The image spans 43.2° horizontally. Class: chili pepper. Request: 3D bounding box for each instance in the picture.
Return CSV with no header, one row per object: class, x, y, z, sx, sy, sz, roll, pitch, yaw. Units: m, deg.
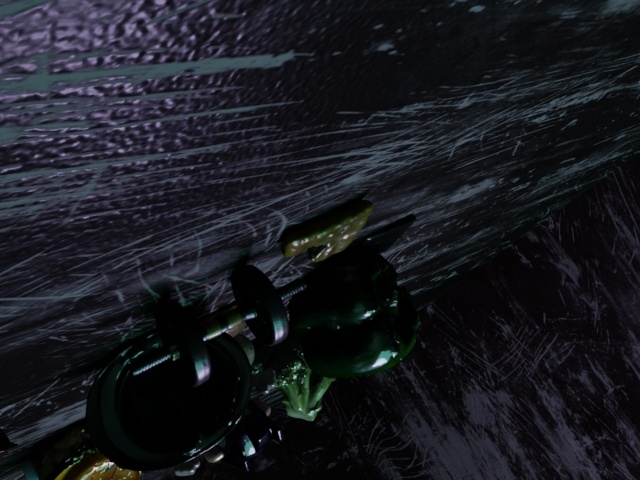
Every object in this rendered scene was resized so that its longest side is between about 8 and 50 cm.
chili pepper,0.069,0.169,1.758,0.256,0.249,0.233,-20,-179,21

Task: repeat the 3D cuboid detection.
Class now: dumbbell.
dumbbell,-0.161,0.136,1.314,0.325,0.143,0.143,-25,166,-25

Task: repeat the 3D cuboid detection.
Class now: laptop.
laptop,0.123,0.011,1.773,0.135,0.016,0.197,-24,165,-23

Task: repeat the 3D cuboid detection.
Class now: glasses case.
glasses case,-0.658,0.545,1.899,0.045,0.067,0.178,-28,167,-12

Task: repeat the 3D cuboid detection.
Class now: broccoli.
broccoli,-0.066,0.350,2.158,0.265,0.245,0.294,-17,151,30

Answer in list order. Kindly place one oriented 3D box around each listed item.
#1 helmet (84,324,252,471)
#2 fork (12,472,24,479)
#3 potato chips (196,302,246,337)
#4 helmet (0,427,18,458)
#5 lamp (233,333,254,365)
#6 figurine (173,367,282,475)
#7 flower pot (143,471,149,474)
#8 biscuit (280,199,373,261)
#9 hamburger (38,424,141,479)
helmet,-0.258,0.270,1.456,0.305,0.225,0.177,-26,178,4
fork,-0.770,0.600,1.990,0.115,0.012,0.016,-35,171,-4
potato chips,-0.227,0.191,1.592,0.201,0.049,0.150,-21,160,-16
helmet,-0.520,0.287,1.148,0.155,0.106,0.175,-28,169,-2
lamp,-0.228,0.256,1.777,0.163,0.091,0.091,-7,156,-30
figurine,-0.216,0.393,1.795,0.308,0.309,0.143,-32,146,6
flower pot,-0.396,0.473,2.016,0.269,0.166,0.269,-31,168,-7
biscuit,0.000,0.000,1.401,0.174,0.039,0.183,-27,166,-22
hamburger,-0.522,0.520,1.839,0.243,0.138,0.262,-23,136,-29
